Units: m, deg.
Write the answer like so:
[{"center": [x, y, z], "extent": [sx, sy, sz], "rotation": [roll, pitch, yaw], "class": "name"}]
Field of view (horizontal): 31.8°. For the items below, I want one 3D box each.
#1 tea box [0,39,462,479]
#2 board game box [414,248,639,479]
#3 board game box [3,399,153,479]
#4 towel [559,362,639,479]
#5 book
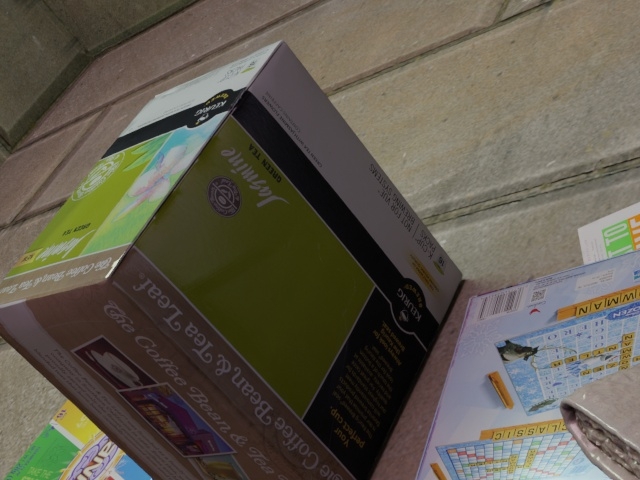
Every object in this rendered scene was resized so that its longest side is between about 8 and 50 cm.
[{"center": [-0.079, 0.051, 1.092], "extent": [0.220, 0.329, 0.323], "rotation": [-14, 34, 43], "class": "tea box"}, {"center": [0.225, 0.133, 0.837], "extent": [0.319, 0.066, 0.318], "rotation": [-19, 31, 37], "class": "board game box"}, {"center": [-0.247, 0.270, 1.280], "extent": [0.317, 0.064, 0.242], "rotation": [-7, 40, 51], "class": "board game box"}, {"center": [0.282, 0.123, 0.602], "extent": [0.187, 0.049, 0.282], "rotation": [-18, 25, -15], "class": "towel"}, {"center": [0.306, 0.000, 0.998], "extent": [0.144, 0.035, 0.096], "rotation": [-27, 31, 24], "class": "book"}]
